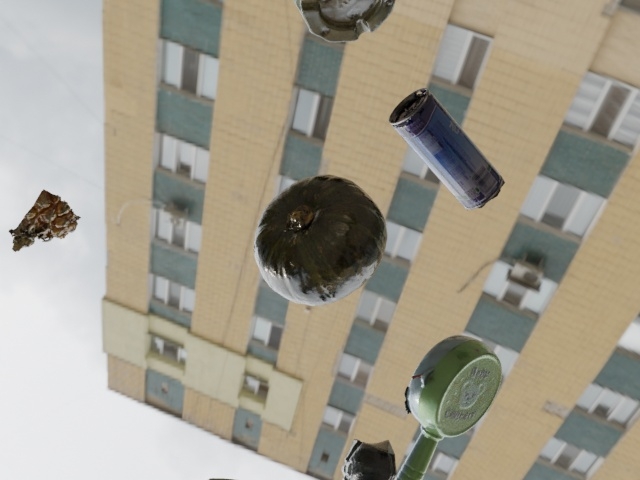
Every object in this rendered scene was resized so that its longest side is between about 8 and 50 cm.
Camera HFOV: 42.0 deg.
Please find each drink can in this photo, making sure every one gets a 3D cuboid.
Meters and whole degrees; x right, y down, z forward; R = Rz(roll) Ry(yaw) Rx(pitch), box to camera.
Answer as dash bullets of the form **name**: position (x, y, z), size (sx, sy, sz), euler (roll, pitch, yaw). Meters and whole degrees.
- **drink can**: position (0.235, -0.167, 1.545), size (0.235, 0.097, 0.097), euler (44, -139, -21)

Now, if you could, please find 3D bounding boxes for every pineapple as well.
- **pineapple**: position (-0.451, -0.030, 1.320), size (0.077, 0.114, 0.114), euler (39, -109, 21)

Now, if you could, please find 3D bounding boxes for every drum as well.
- **drum**: position (0.137, 0.227, 0.964), size (0.130, 0.253, 0.049), euler (-3, -155, -42)

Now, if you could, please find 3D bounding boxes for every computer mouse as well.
- **computer mouse**: position (0.069, 0.385, 1.396), size (0.062, 0.192, 0.105), euler (11, -106, -18)

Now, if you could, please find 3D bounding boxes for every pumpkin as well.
- **pumpkin**: position (0.000, 0.000, 1.323), size (0.224, 0.157, 0.223), euler (-15, -127, 21)

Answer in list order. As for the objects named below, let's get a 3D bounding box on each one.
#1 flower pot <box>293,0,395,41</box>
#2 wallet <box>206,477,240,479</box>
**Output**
- **flower pot**: position (0.020, -0.534, 1.625), size (0.291, 0.290, 0.259), euler (-4, -128, -17)
- **wallet**: position (-0.119, 0.427, 1.258), size (0.110, 0.155, 0.039), euler (8, -148, 20)
